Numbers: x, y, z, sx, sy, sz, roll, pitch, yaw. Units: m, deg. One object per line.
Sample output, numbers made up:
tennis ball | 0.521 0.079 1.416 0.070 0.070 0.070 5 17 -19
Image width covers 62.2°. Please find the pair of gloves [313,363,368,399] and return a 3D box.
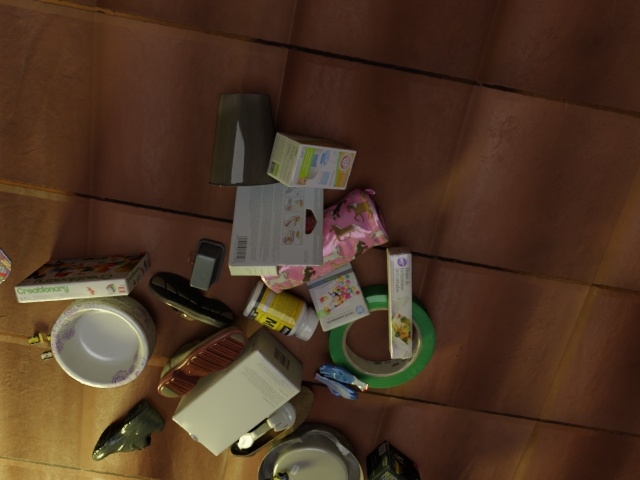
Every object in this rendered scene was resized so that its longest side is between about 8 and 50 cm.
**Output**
pair of gloves | 0.058 0.444 1.653 0.159 0.023 0.198 27 145 2

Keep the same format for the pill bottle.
pill bottle | -0.114 0.210 1.571 0.208 0.119 0.119 27 108 -8

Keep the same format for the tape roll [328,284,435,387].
tape roll | 0.184 0.294 1.621 0.320 0.077 0.322 0 110 1

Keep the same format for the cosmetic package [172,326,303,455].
cosmetic package | -0.252 0.469 1.647 0.365 0.155 0.197 -39 105 14

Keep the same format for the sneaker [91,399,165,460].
sneaker | -0.635 0.654 1.749 0.286 0.109 0.130 -37 112 15

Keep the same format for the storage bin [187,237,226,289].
storage bin | -0.339 0.073 1.539 0.098 0.091 0.135 16 108 -5

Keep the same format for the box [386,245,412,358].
box | 0.225 0.180 1.504 0.062 0.067 0.325 -4 108 1

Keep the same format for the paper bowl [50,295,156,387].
paper bowl | -0.634 0.283 1.588 0.283 0.148 0.285 0 109 0

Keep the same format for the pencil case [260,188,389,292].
pencil case | 0.000 0.000 1.476 0.385 0.160 0.167 -25 132 9

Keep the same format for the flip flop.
flip flop | -0.391 0.194 1.586 0.277 0.112 0.080 31 122 -16

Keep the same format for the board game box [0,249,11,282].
board game box | -1.009 0.061 1.573 0.133 0.033 0.169 -28 108 10

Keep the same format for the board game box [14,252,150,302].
board game box | -0.661 0.102 1.499 0.304 0.193 0.053 -5 110 2

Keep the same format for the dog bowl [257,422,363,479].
dog bowl | -0.032 0.769 1.782 0.348 0.102 0.349 0 109 0

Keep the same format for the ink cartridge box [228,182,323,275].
ink cartridge box | -0.112 -0.038 1.415 0.238 0.275 0.060 1 149 0

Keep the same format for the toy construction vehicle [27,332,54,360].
toy construction vehicle | -0.856 0.326 1.671 0.098 0.035 0.086 -18 98 4

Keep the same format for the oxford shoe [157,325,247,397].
oxford shoe | -0.365 0.337 1.604 0.348 0.130 0.123 -34 129 18

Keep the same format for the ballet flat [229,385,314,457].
ballet flat | -0.166 0.592 1.700 0.342 0.124 0.116 -39 73 15

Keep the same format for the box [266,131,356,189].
box | -0.020 -0.203 1.373 0.203 0.103 0.114 -2 116 -45

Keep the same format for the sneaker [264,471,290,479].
sneaker | -0.142 0.768 1.717 0.083 0.031 0.035 -7 96 -1

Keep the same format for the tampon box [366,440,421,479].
tampon box | 0.246 0.781 1.772 0.161 0.120 0.101 40 106 -13

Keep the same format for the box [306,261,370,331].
box | 0.046 0.152 1.541 0.145 0.038 0.186 -22 77 11

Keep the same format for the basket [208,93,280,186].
basket | -0.197 -0.265 1.383 0.204 0.154 0.227 -9 107 -32
